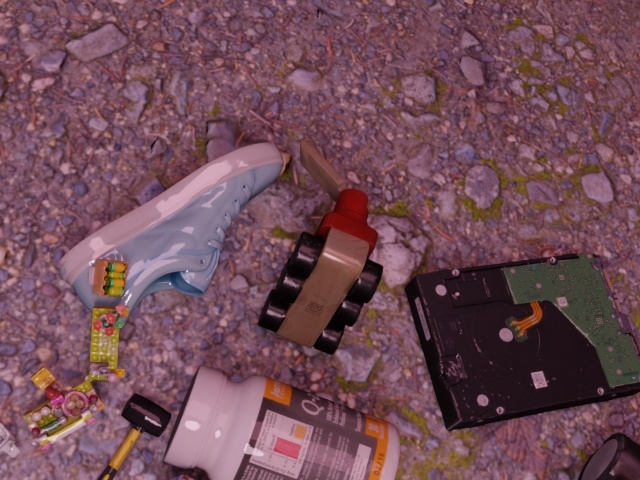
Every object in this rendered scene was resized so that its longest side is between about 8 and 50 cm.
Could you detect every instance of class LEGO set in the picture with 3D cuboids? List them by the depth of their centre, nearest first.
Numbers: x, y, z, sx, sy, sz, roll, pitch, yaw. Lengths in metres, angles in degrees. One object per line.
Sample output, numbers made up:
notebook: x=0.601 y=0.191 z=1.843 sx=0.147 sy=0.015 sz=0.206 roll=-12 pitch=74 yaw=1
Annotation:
LEGO set: x=-0.305 y=0.161 z=1.227 sx=0.132 sy=0.107 sz=0.287 roll=40 pitch=83 yaw=-12

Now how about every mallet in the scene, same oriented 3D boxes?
mallet: x=-0.272 y=0.283 z=1.270 sx=0.062 sy=0.039 sz=0.189 roll=38 pitch=63 yaw=2

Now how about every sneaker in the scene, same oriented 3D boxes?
sneaker: x=-0.181 y=0.000 z=1.395 sx=0.366 sy=0.135 sz=0.150 roll=-34 pitch=86 yaw=-20

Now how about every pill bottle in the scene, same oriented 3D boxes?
pill bottle: x=-0.050 y=0.270 z=1.273 sx=0.278 sy=0.162 sz=0.162 roll=22 pitch=60 yaw=-7

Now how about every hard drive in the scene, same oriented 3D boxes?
hard drive: x=0.317 y=0.148 z=1.508 sx=0.339 sy=0.064 sz=0.237 roll=-7 pitch=67 yaw=-20

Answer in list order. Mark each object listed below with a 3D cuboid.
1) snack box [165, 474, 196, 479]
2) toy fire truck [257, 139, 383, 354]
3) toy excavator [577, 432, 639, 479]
snack box: x=-0.122 y=0.410 z=1.205 sx=0.207 sy=0.070 sz=0.174 roll=30 pitch=58 yaw=-22
toy fire truck: x=0.000 y=0.000 z=1.401 sx=0.158 sy=0.217 sz=0.246 roll=23 pitch=49 yaw=-5
toy excavator: x=0.348 y=0.535 z=1.251 sx=0.222 sy=0.445 sz=0.433 roll=35 pitch=18 yaw=3
